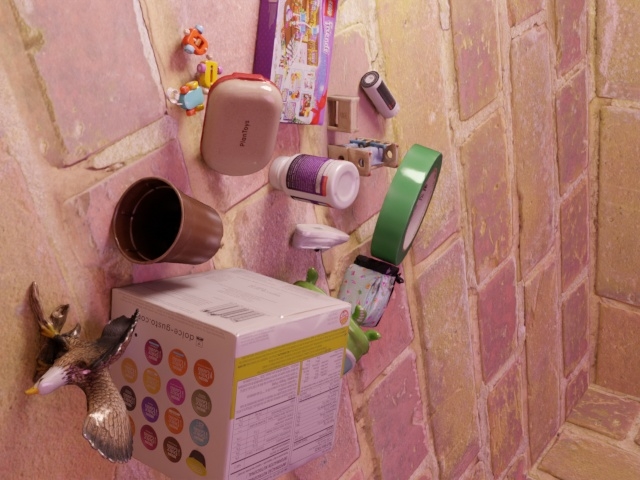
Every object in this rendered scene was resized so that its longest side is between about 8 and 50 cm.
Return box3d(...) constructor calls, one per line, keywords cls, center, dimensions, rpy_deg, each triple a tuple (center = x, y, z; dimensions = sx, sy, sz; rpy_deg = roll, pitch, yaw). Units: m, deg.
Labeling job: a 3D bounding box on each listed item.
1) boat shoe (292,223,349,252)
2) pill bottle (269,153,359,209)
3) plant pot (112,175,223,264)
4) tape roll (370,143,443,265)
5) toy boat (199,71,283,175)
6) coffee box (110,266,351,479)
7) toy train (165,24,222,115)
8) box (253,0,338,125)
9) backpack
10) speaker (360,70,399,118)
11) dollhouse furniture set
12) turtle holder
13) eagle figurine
box3d(cls="boat shoe", center=(0.000, 0.000, 2.053), dimensions=(0.184, 0.066, 0.063), rpy_deg=(0, 116, -55))
box3d(cls="pill bottle", center=(-0.018, -0.137, 1.870), dimensions=(0.108, 0.193, 0.108), rpy_deg=(-22, 119, -48))
box3d(cls="plant pot", center=(-0.282, -0.024, 1.605), dimensions=(0.165, 0.167, 0.167), rpy_deg=(20, 86, -60))
box3d(cls="tape roll", center=(0.229, -0.093, 2.199), dimensions=(0.321, 0.077, 0.321), rpy_deg=(21, 90, -77))
box3d(cls="toy boat", center=(-0.168, -0.248, 1.695), dimensions=(0.151, 0.151, 0.231), rpy_deg=(3, 128, -17))
box3d(cls="coffee box", center=(-0.186, 0.268, 1.669), dimensions=(0.338, 0.338, 0.334), rpy_deg=(-10, 110, -51))
box3d(cls="toy train", center=(-0.256, -0.329, 1.625), dimensions=(0.125, 0.046, 0.166), rpy_deg=(35, 70, -50))
box3d(cls="box", center=(-0.058, -0.405, 1.842), dimensions=(0.201, 0.057, 0.293), rpy_deg=(-5, 105, -51))
box3d(cls="backpack", center=(0.118, 0.136, 2.200), dimensions=(0.115, 0.152, 0.182), rpy_deg=(21, 88, -38))
box3d(cls="speaker", center=(0.153, -0.371, 2.130), dimensions=(0.136, 0.055, 0.055), rpy_deg=(47, 65, -49))
box3d(cls="dollhouse furniture set", center=(0.107, -0.264, 2.043), dimensions=(0.129, 0.129, 0.183), rpy_deg=(-22, 119, -47))
box3d(cls="turtle holder", center=(-0.018, 0.236, 2.001), dimensions=(0.227, 0.243, 0.320), rpy_deg=(-47, 173, -13))
box3d(cls="eagle figurine", center=(-0.391, 0.223, 1.421), dimensions=(0.225, 0.298, 0.226), rpy_deg=(-56, 139, -25))
